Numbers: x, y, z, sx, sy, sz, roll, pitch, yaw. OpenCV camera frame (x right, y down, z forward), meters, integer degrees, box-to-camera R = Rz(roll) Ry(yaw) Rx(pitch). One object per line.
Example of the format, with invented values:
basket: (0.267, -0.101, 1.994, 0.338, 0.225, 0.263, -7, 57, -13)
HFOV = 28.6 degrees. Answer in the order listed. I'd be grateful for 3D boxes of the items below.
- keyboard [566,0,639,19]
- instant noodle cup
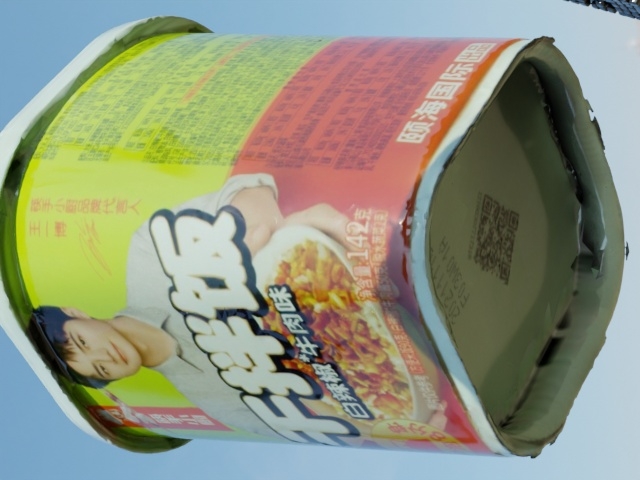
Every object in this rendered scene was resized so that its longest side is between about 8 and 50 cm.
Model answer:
keyboard: (0.241, -0.269, 1.304, 0.072, 0.231, 0.023, 35, -97, -51)
instant noodle cup: (0.000, 0.000, 0.766, 0.294, 0.308, 0.293, -3, -86, -53)
